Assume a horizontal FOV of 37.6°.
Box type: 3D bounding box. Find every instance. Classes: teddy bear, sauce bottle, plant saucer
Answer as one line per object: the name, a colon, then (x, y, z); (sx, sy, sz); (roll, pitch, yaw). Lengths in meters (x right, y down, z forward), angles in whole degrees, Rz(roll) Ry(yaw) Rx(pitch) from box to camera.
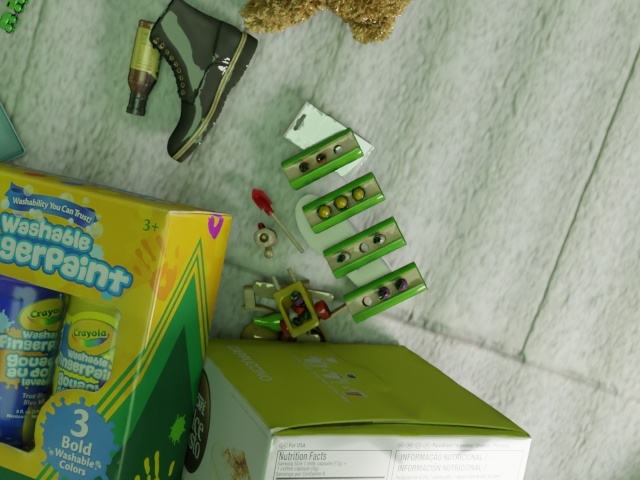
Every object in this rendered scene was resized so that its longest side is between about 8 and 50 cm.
teddy bear: (-0.034, -0.383, 1.238); (0.338, 0.113, 0.245); (3, 89, 3)
sauce bottle: (-0.240, -0.234, 1.282); (0.042, 0.042, 0.128); (14, 102, -4)
plant saucer: (-0.476, -0.194, 1.294); (0.067, 0.018, 0.192); (-24, 101, 3)

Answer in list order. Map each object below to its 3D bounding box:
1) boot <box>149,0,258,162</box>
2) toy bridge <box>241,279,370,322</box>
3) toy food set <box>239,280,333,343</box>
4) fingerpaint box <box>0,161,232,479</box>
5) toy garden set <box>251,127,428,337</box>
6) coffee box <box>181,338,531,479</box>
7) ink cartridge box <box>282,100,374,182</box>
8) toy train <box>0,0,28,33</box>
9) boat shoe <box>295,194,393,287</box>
boot: (-0.190, -0.218, 1.258); (0.137, 0.077, 0.197); (29, 85, -21)
toy bridge: (-0.021, 0.089, 1.356); (0.188, 0.026, 0.063); (-5, 102, -1)
toy food set: (-0.050, 0.157, 1.343); (0.133, 0.038, 0.192); (7, 112, -3)
fingerpaint box: (-0.371, 0.098, 1.174); (0.445, 0.163, 0.371); (14, 95, 21)
toy garden set: (0.000, 0.000, 1.270); (0.204, 0.049, 0.244); (-27, 84, 11)
coffee box: (0.008, 0.329, 1.196); (0.338, 0.338, 0.334); (5, 100, -24)
ink cartridge box: (0.011, -0.138, 1.313); (0.115, 0.029, 0.063); (34, 98, -6)
toy train: (-0.411, -0.320, 1.273); (0.024, 0.017, 0.083); (28, 99, 4)
boat shoe: (0.040, 0.008, 1.321); (0.184, 0.063, 0.066); (40, 98, 10)
